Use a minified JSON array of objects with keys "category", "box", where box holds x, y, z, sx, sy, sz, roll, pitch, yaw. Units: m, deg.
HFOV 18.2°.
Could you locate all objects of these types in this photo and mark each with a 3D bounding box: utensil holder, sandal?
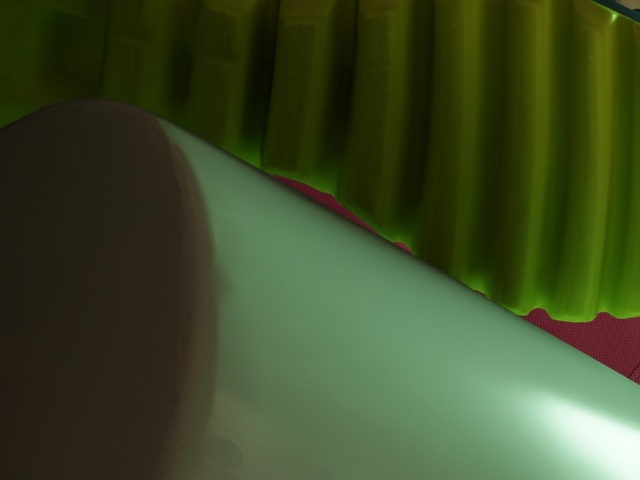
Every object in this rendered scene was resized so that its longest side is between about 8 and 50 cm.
[{"category":"utensil holder","box":[0.009,0.171,0.687,0.385,0.328,0.327,30,139,-30]},{"category":"sandal","box":[0.021,-0.064,0.760,0.138,0.317,0.126,-54,160,-68]}]

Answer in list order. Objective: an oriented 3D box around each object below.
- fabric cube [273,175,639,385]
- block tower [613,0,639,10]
[{"category":"fabric cube","box":[0.003,0.056,1.071,0.259,0.258,0.254,-42,175,-36]},{"category":"block tower","box":[0.271,-0.195,1.303,0.335,0.091,0.097,-20,172,-45]}]
